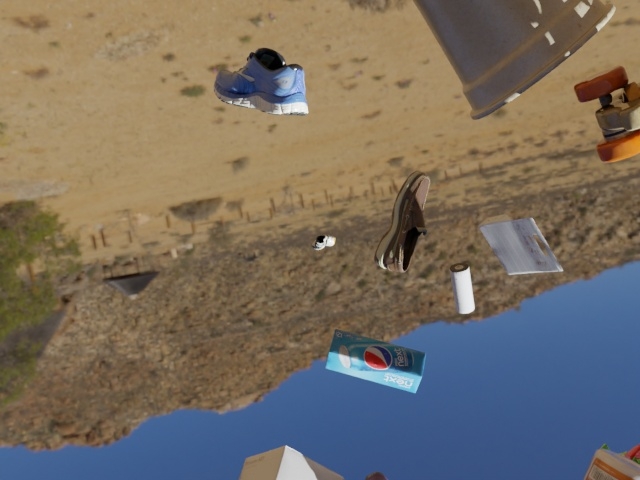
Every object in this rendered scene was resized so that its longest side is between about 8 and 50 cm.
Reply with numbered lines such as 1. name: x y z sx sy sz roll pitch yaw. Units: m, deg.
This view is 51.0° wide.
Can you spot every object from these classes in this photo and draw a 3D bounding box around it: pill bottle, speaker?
1. pill bottle: 0.492 0.481 1.152 0.121 0.216 0.121 24 -179 -1
2. speaker: 0.396 0.135 1.874 0.055 0.136 0.055 -11 -158 5

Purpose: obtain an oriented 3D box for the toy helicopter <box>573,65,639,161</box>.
1. toy helicopter: 0.567 -0.228 0.999 0.235 0.140 0.355 -26 -171 -5

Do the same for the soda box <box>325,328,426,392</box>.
1. soda box: 0.121 0.267 1.492 0.210 0.071 0.067 14 -132 4

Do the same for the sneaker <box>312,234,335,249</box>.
1. sneaker: 0.000 0.000 1.657 0.037 0.032 0.083 20 156 -32

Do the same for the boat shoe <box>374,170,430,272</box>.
1. boat shoe: 0.228 -0.041 1.658 0.095 0.258 0.095 25 -172 36

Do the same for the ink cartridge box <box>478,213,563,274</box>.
1. ink cartridge box: 0.592 0.008 1.958 0.066 0.189 0.232 -39 -169 -27

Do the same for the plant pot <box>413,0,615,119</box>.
1. plant pot: 0.342 -0.463 1.326 0.334 0.305 0.334 -40 -173 6

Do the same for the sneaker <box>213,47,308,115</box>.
1. sneaker: -0.142 -0.395 1.643 0.129 0.147 0.330 -6 -161 -43

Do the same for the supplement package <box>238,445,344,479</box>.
1. supplement package: -0.097 0.625 1.443 0.177 0.175 0.293 -34 -152 45

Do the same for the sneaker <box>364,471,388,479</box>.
1. sneaker: 0.131 0.644 1.471 0.107 0.283 0.124 2 -162 -3

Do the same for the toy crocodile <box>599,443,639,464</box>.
1. toy crocodile: 0.723 0.469 1.415 0.115 0.105 0.340 -29 171 -23
